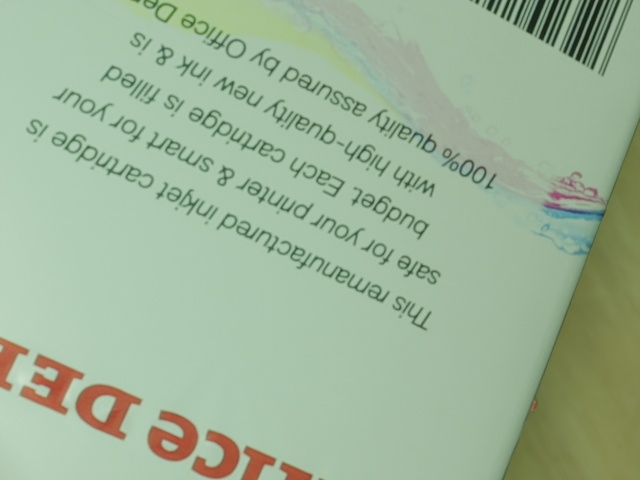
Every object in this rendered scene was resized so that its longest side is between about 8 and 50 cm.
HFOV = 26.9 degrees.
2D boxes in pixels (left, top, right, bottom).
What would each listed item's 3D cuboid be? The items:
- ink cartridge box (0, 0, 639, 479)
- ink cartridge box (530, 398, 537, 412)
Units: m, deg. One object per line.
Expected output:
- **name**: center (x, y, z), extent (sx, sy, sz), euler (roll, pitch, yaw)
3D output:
- **ink cartridge box**: center (-0.020, -0.043, 0.415), extent (0.201, 0.117, 0.278), euler (26, 78, -13)
- **ink cartridge box**: center (0.000, 0.000, 0.499), extent (0.145, 0.045, 0.179), euler (-17, 86, -19)
